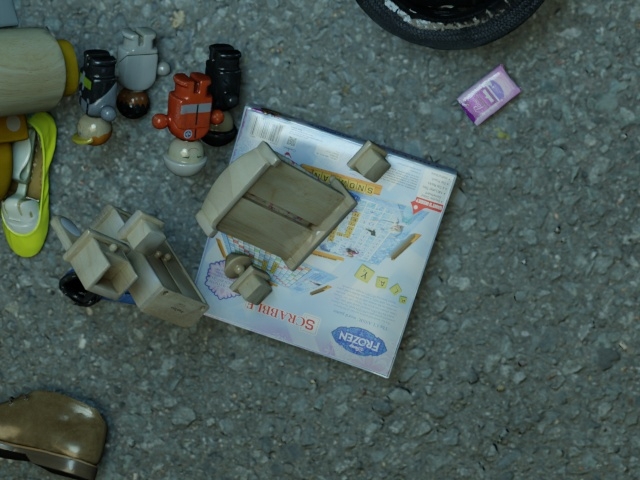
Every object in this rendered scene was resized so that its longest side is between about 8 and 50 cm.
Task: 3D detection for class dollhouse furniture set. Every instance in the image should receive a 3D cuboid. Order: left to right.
[{"bbox_3d":[-0.138,-0.076,1.569,0.355,0.303,0.174,-46,55,12],"label":"dollhouse furniture set"}]

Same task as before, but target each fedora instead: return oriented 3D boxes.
[{"bbox_3d":[0.177,-0.408,1.553,0.334,0.152,0.334,0,88,3],"label":"fedora"}]

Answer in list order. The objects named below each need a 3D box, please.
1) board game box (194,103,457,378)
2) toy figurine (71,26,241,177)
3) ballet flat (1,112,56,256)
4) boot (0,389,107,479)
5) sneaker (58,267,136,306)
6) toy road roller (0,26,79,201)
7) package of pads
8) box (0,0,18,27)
[{"bbox_3d":[0.000,0.000,1.710,0.318,0.066,0.318,19,103,4],"label":"board game box"},{"bbox_3d":[-0.223,-0.192,1.634,0.209,0.213,0.148,13,118,8],"label":"toy figurine"},{"bbox_3d":[-0.442,-0.082,1.749,0.077,0.077,0.231,12,103,5],"label":"ballet flat"},{"bbox_3d":[-0.477,0.284,1.832,0.305,0.112,0.115,13,72,9],"label":"boot"},{"bbox_3d":[-0.315,0.073,1.758,0.152,0.084,0.058,11,102,5],"label":"sneaker"},{"bbox_3d":[-0.489,-0.155,1.622,0.329,0.202,0.241,-2,99,42],"label":"toy road roller"},{"bbox_3d":[0.237,-0.205,1.655,0.083,0.032,0.050,-38,91,13],"label":"package of pads"},{"bbox_3d":[-0.509,-0.341,1.695,0.101,0.102,0.087,-11,101,9],"label":"box"}]
